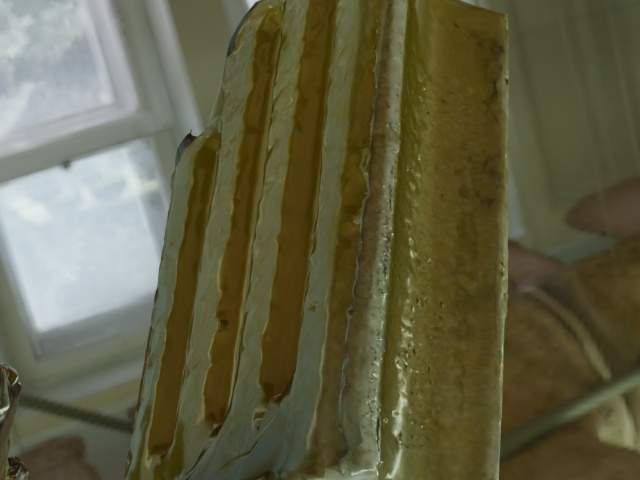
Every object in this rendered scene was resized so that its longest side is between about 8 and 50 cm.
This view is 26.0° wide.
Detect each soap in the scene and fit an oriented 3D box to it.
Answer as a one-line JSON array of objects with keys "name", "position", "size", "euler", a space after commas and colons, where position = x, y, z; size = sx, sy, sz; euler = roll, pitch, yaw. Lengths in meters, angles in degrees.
[{"name": "soap", "position": [0.000, 0.000, 0.535], "size": [0.160, 0.080, 0.257], "euler": [-34, -140, 46]}]

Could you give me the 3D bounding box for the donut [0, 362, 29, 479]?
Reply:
[{"name": "donut", "position": [-0.199, 0.159, 0.619], "size": [0.096, 0.216, 0.230], "euler": [14, 162, -3]}]
